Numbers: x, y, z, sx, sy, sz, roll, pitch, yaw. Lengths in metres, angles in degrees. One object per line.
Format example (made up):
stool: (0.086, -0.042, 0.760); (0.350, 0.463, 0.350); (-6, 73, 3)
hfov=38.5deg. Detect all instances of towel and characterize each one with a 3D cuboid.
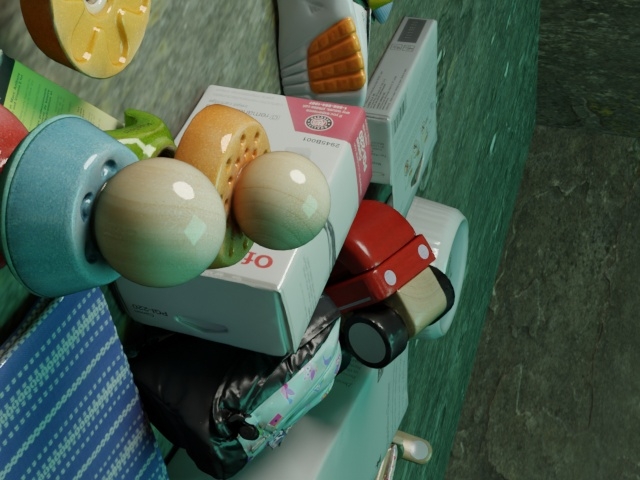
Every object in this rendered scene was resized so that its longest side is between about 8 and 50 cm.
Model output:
towel: (-0.207, 0.210, 0.696); (0.243, 0.040, 0.336); (-58, 151, -43)

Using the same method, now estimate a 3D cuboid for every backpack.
backpack: (-0.065, 0.110, 0.811); (0.182, 0.152, 0.115); (-37, 150, -30)

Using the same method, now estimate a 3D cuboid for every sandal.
sandal: (0.008, -0.245, 0.973); (0.076, 0.101, 0.265); (-57, 150, -44)

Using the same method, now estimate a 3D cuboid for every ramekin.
ramekin: (0.176, 0.052, 1.616); (0.273, 0.127, 0.273); (11, 90, -73)

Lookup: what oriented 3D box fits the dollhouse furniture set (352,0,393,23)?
dollhouse furniture set: (0.144, -0.391, 1.152); (0.286, 0.198, 0.304); (26, 75, -71)

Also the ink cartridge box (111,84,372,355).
ink cartridge box: (-0.063, -0.025, 0.786); (0.092, 0.158, 0.218); (80, 26, -49)

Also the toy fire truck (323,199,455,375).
toy fire truck: (0.000, 0.000, 0.938); (0.158, 0.217, 0.246); (-34, 97, -43)

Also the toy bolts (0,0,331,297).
toy bolts: (-0.091, -0.062, 0.485); (0.228, 0.158, 0.218); (-46, 142, -59)

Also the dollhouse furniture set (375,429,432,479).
dollhouse furniture set: (0.135, 0.384, 1.416); (0.355, 0.173, 0.303); (114, -5, -63)

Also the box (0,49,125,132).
box: (-0.172, -0.048, 0.602); (0.232, 0.058, 0.087); (26, 75, -71)

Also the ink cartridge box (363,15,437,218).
ink cartridge box: (0.125, -0.178, 1.441); (0.239, 0.060, 0.275); (84, 23, -44)

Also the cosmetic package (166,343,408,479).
cosmetic package: (-0.023, 0.230, 1.053); (0.385, 0.156, 0.217); (-58, 153, -48)
